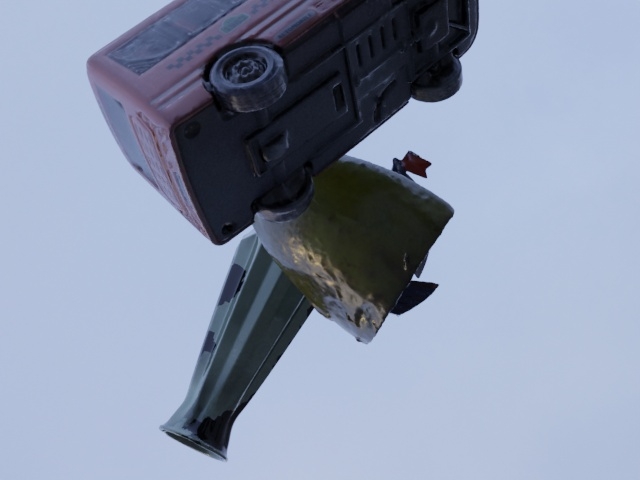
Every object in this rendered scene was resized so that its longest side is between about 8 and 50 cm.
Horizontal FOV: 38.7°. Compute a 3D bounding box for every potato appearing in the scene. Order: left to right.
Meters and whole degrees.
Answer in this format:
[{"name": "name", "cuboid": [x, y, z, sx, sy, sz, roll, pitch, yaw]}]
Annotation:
[{"name": "potato", "cuboid": [0.000, 0.000, 1.179, 0.112, 0.255, 0.269, -51, -9, -42]}]

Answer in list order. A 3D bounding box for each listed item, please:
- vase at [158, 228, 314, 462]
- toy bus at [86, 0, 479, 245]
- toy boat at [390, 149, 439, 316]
[{"name": "vase", "cuboid": [-0.114, 0.152, 1.403, 0.165, 0.165, 0.360, 45, -117, -44]}, {"name": "toy bus", "cuboid": [-0.026, -0.208, 1.008, 0.427, 0.233, 0.203, -40, -35, -20]}, {"name": "toy boat", "cuboid": [0.152, 0.005, 1.745, 0.219, 0.072, 0.318, 38, -98, -2]}]
